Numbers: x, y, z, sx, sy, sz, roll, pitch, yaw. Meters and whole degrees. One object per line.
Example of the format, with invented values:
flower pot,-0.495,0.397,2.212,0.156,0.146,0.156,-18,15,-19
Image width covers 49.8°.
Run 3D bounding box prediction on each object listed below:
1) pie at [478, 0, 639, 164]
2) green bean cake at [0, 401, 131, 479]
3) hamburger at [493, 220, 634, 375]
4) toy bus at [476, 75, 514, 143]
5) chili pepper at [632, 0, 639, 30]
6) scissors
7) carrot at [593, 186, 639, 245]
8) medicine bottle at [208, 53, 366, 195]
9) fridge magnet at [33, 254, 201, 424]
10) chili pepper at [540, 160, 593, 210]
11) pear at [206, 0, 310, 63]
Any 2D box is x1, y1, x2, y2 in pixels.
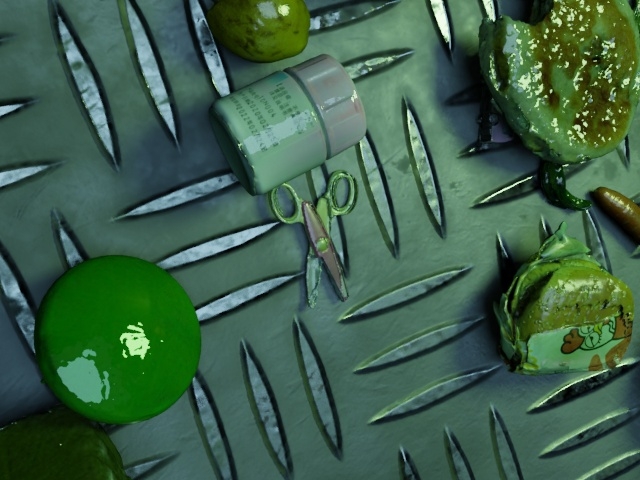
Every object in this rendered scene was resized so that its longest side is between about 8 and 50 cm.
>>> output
pie,0.359,-0.255,0.998,0.303,0.067,0.302,-2,95,-27
green bean cake,-0.332,0.340,0.771,0.247,0.250,0.156,-22,136,-15
hamburger,0.363,0.093,1.026,0.214,0.125,0.235,4,109,-27
toy bus,0.261,-0.207,1.011,0.052,0.037,0.130,1,95,-22
chili pepper,0.496,-0.358,1.071,0.030,0.034,0.091,27,89,15
scissors,0.000,0.000,0.963,0.134,0.020,0.187,-10,98,-20
carrot,0.486,-0.040,1.092,0.139,0.048,0.048,36,85,-16
medicine bottle,-0.041,-0.147,0.875,0.169,0.135,0.135,-27,103,-12
fridge magnet,-0.243,0.118,0.840,0.208,0.088,0.208,16,63,-34
chili pepper,0.370,-0.083,1.059,0.055,0.035,0.118,-35,101,7
pear,-0.076,-0.278,0.865,0.131,0.107,0.107,16,91,-26
